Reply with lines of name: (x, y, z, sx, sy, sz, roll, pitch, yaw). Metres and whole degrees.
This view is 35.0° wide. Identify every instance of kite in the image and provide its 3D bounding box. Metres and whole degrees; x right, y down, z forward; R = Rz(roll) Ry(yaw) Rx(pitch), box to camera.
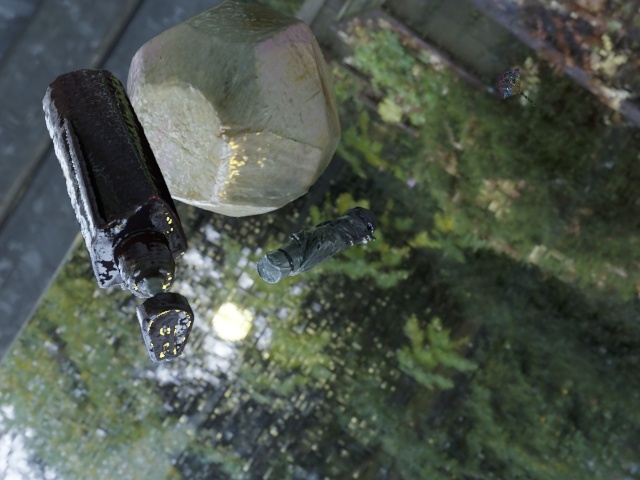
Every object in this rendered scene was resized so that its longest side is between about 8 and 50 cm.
kite: (0.261, -0.199, 1.368, 0.078, 0.044, 0.002, 55, 173, -33)

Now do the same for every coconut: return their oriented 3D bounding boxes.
coconut: (-0.090, -0.141, 1.091, 0.197, 0.237, 0.237, -14, 152, 35)

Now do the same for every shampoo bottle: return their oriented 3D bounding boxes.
shampoo bottle: (-0.133, -0.025, 0.674, 0.068, 0.067, 0.236, 71, 173, -47)

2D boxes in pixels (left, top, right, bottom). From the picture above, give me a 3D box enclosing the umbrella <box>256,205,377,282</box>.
umbrella: (0.000, 0.000, 1.105, 0.046, 0.050, 0.188, 40, -145, 21)
